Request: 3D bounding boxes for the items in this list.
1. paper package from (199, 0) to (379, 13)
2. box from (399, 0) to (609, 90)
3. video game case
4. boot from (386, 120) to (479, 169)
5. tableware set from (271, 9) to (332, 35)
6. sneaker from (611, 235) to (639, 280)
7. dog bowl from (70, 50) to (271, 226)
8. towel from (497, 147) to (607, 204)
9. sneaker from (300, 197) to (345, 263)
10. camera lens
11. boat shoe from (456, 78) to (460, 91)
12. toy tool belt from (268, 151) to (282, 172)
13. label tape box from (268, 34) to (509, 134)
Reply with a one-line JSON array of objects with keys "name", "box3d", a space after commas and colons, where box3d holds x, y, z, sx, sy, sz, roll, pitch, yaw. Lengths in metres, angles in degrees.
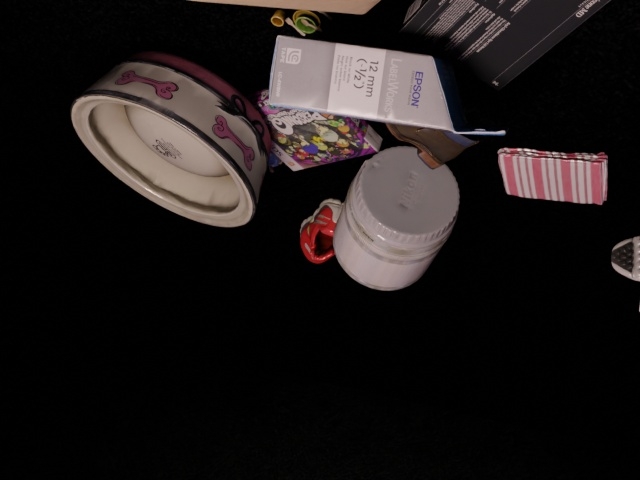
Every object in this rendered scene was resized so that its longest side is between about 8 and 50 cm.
[{"name": "paper package", "box3d": [0.018, -0.414, 0.933, 0.309, 0.168, 0.325, -6, 168, -37]}, {"name": "box", "box3d": [0.259, -0.346, 1.126, 0.184, 0.103, 0.261, 29, 151, -14]}, {"name": "video game case", "box3d": [-0.030, -0.227, 1.592, 0.232, 0.042, 0.210, -8, 144, 40]}, {"name": "boot", "box3d": [0.192, -0.219, 1.461, 0.106, 0.082, 0.219, -23, 139, 32]}, {"name": "tableware set", "box3d": [-0.022, -0.381, 1.313, 0.104, 0.024, 0.154, 34, 150, -29]}, {"name": "sneaker", "box3d": [0.735, 0.058, 1.625, 0.292, 0.110, 0.118, 6, 160, 22]}, {"name": "dog bowl", "box3d": [-0.278, -0.204, 1.611, 0.408, 0.150, 0.408, 23, 156, 10]}, {"name": "towel", "box3d": [0.439, -0.123, 1.533, 0.197, 0.029, 0.144, 8, 152, 23]}, {"name": "sneaker", "box3d": [0.000, 0.000, 1.924, 0.107, 0.118, 0.279, 20, 153, -3]}, {"name": "camera lens", "box3d": [0.149, -0.038, 1.650, 0.219, 0.219, 0.274, 18, 154, -1]}, {"name": "boat shoe", "box3d": [0.180, -0.266, 1.398, 0.125, 0.038, 0.046, 11, -165, 23]}, {"name": "toy tool belt", "box3d": [-0.111, -0.185, 1.711, 0.052, 0.051, 0.083, 2, 149, 28]}, {"name": "label tape box", "box3d": [0.123, -0.240, 1.263, 0.347, 0.115, 0.249, 9, -168, 13]}]
